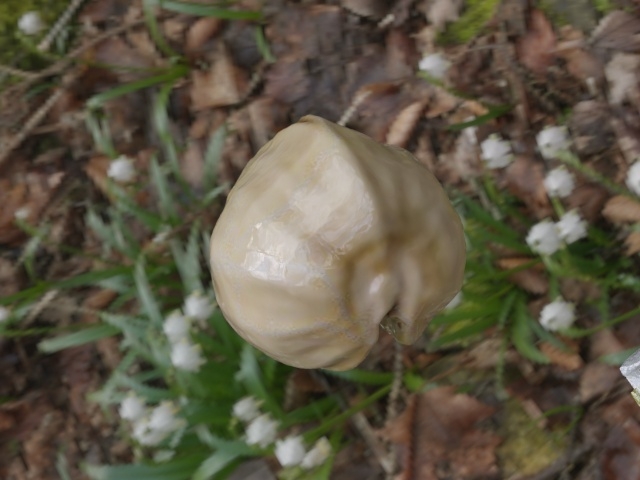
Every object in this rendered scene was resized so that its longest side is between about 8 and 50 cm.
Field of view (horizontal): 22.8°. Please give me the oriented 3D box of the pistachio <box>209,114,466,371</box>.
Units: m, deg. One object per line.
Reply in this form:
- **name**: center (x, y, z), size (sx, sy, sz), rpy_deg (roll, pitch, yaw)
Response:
- **pistachio**: center (0.000, 0.000, 0.983), size (0.157, 0.229, 0.157), rpy_deg (-1, 94, -15)

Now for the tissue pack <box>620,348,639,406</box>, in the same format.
- **tissue pack**: center (0.290, 0.082, 1.034), size (0.106, 0.148, 0.099), rpy_deg (-45, 66, 36)
